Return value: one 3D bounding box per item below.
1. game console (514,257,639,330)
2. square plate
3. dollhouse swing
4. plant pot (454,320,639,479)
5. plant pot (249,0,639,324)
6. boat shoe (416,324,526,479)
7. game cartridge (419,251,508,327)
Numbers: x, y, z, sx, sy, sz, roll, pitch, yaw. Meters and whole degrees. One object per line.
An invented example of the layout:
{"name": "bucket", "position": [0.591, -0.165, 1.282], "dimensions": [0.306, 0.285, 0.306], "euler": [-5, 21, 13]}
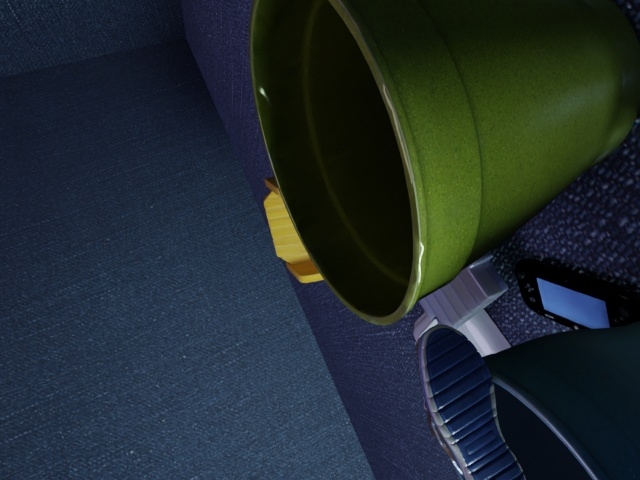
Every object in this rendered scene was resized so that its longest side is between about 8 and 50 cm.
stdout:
{"name": "game console", "position": [0.409, 0.122, 0.554], "dimensions": [0.361, 0.044, 0.213], "euler": [31, 139, 65]}
{"name": "square plate", "position": [0.339, 0.295, 0.970], "dimensions": [0.347, 0.049, 0.344], "euler": [60, 162, 25]}
{"name": "dollhouse swing", "position": [0.000, 0.000, 1.286], "dimensions": [0.305, 0.315, 0.346], "euler": [-100, -1, -59]}
{"name": "plant pot", "position": [0.310, 0.211, 0.449], "dimensions": [0.272, 0.255, 0.271], "euler": [160, 90, -75]}
{"name": "plant pot", "position": [0.149, -0.140, 0.503], "dimensions": [0.366, 0.353, 0.366], "euler": [56, 158, 36]}
{"name": "boat shoe", "position": [0.129, 0.167, 0.408], "dimensions": [0.066, 0.066, 0.183], "euler": [164, 87, -76]}
{"name": "game cartridge", "position": [0.196, -0.010, 0.819], "dimensions": [0.355, 0.068, 0.230], "euler": [62, 157, 23]}
